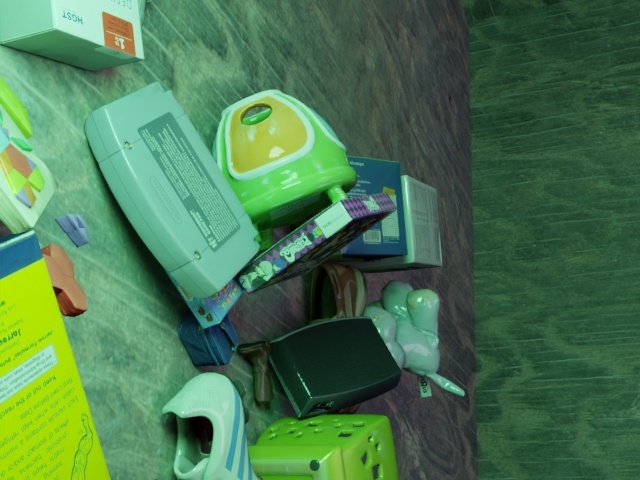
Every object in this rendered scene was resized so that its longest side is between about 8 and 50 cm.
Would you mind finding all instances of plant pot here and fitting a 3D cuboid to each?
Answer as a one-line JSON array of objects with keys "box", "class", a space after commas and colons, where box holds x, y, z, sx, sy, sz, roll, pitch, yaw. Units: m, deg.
[{"box": [-0.010, 0.425, 1.430, 0.207, 0.227, 0.228, -2, 85, -63], "class": "plant pot"}]

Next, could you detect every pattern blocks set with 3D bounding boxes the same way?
[{"box": [-0.338, -0.097, 0.867, 0.325, 0.026, 0.285, 56, 9, -38], "class": "pattern blocks set"}]

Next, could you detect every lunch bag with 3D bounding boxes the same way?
[{"box": [-0.168, 0.151, 1.318, 0.067, 0.065, 0.098, -69, 144, -50], "class": "lunch bag"}]

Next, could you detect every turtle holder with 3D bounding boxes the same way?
[{"box": [-0.059, -0.125, 1.450, 0.320, 0.243, 0.227, -13, 78, -64], "class": "turtle holder"}]

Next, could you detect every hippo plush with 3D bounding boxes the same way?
[{"box": [0.146, 0.249, 1.966, 0.236, 0.234, 0.294, -12, 89, -43], "class": "hippo plush"}]

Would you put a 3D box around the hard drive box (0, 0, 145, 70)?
[{"box": [-0.318, -0.349, 1.068, 0.181, 0.089, 0.232, -2, 86, -68], "class": "hard drive box"}]

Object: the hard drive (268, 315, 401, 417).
[{"box": [0.031, 0.225, 1.588, 0.255, 0.054, 0.172, -8, 59, -41], "class": "hard drive"}]

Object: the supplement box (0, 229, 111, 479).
[{"box": [-0.327, 0.195, 0.734, 0.195, 0.194, 0.356, -42, 122, -64], "class": "supplement box"}]

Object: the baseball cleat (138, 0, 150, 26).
[{"box": [-0.266, -0.352, 1.224, 0.109, 0.072, 0.206, 42, 48, -68], "class": "baseball cleat"}]

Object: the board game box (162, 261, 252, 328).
[{"box": [-0.188, 0.004, 1.281, 0.211, 0.039, 0.160, 59, 28, -14], "class": "board game box"}]

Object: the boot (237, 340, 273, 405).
[{"box": [-0.111, 0.235, 1.482, 0.106, 0.037, 0.114, 6, 83, -66], "class": "boot"}]

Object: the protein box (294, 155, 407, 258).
[{"box": [0.061, -0.062, 1.769, 0.200, 0.136, 0.201, 1, 81, -43], "class": "protein box"}]

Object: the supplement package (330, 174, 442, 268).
[{"box": [0.155, -0.030, 1.999, 0.263, 0.199, 0.198, 9, 76, -68], "class": "supplement package"}]

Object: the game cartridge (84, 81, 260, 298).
[{"box": [-0.207, -0.072, 1.208, 0.297, 0.062, 0.198, 59, 32, -11], "class": "game cartridge"}]

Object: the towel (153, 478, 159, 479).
[{"box": [-0.265, 0.467, 0.925, 0.370, 0.040, 0.271, -37, 134, -66], "class": "towel"}]

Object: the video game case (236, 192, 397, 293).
[{"box": [0.000, 0.000, 1.360, 0.042, 0.210, 0.232, 57, 21, 7], "class": "video game case"}]

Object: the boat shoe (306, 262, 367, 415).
[{"box": [0.020, 0.194, 1.733, 0.120, 0.122, 0.324, 22, 56, -39], "class": "boat shoe"}]

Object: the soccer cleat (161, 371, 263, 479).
[{"box": [-0.154, 0.362, 1.256, 0.143, 0.116, 0.331, -27, 105, -54], "class": "soccer cleat"}]
